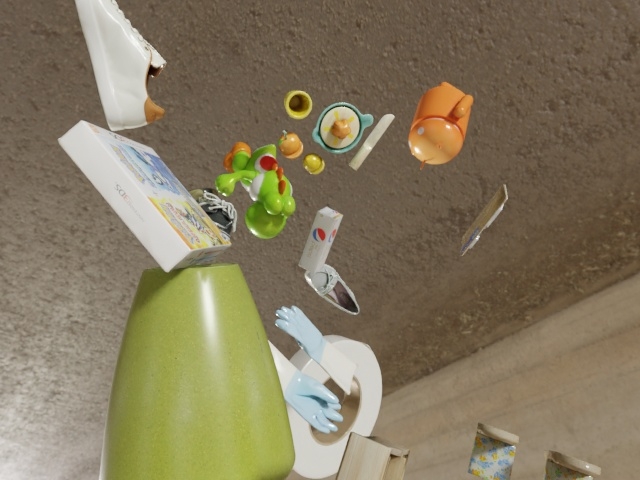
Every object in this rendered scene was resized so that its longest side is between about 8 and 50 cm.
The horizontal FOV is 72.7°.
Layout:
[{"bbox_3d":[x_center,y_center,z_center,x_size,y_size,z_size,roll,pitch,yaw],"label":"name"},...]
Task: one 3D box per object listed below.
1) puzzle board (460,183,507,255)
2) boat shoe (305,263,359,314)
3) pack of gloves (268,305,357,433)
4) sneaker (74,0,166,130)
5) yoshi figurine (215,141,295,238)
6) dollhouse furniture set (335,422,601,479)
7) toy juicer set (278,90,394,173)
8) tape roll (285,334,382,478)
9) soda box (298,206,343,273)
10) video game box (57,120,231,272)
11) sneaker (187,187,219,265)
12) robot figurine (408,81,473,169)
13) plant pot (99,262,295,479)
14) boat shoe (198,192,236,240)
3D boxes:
[{"bbox_3d":[0.296,-0.037,0.787,0.011,0.096,0.128,32,118,5],"label":"puzzle board"},{"bbox_3d":[0.057,0.207,1.826,0.118,0.103,0.320,-43,127,-1],"label":"boat shoe"},{"bbox_3d":[-0.014,0.239,0.847,0.232,0.195,0.046,45,126,-13],"label":"pack of gloves"},{"bbox_3d":[-0.344,-0.347,0.760,0.122,0.106,0.291,-14,105,-17],"label":"sneaker"},{"bbox_3d":[-0.181,-0.134,1.262,0.203,0.362,0.203,-24,128,-9],"label":"yoshi figurine"},{"bbox_3d":[0.141,0.291,0.433,0.241,0.212,0.161,13,162,24],"label":"dollhouse furniture set"},{"bbox_3d":[0.041,-0.269,1.182,0.328,0.089,0.210,7,114,-23],"label":"toy juicer set"},{"bbox_3d":[0.026,0.466,1.243,0.071,0.393,0.392,6,152,48],"label":"tape roll"},{"bbox_3d":[0.000,0.000,1.471,0.069,0.074,0.216,27,115,16],"label":"soda box"},{"bbox_3d":[-0.224,-0.055,0.598,0.048,0.187,0.205,-40,90,6],"label":"video game box"},{"bbox_3d":[-0.434,-0.006,1.530,0.157,0.182,0.411,-6,141,-39],"label":"sneaker"},{"bbox_3d":[0.280,-0.272,1.024,0.157,0.220,0.128,1,146,33],"label":"robot figurine"},{"bbox_3d":[-0.180,0.184,0.641,0.274,0.294,0.275,-2,179,0],"label":"plant pot"},{"bbox_3d":[-0.257,-0.052,1.061,0.113,0.306,0.105,26,89,-10],"label":"boat shoe"}]
